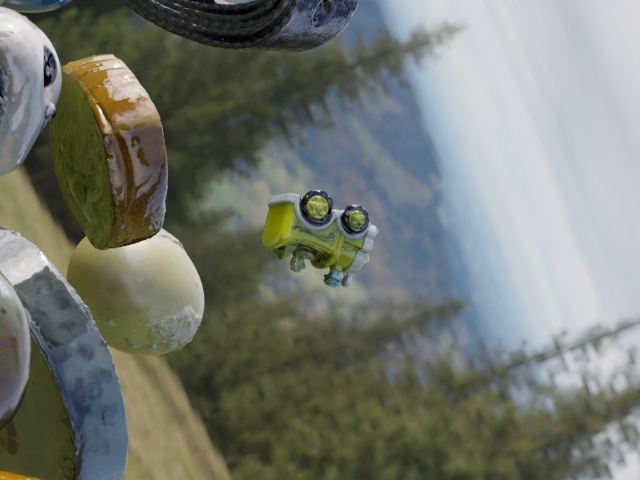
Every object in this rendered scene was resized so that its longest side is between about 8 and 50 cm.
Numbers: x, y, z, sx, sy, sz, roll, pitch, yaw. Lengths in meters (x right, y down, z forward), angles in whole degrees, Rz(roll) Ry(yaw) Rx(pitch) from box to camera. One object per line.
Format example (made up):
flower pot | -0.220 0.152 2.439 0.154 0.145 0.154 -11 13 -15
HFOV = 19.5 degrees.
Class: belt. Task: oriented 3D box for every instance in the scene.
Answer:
belt | -0.079 -0.234 1.528 0.230 0.139 0.126 28 13 26

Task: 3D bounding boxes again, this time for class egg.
egg | -0.229 0.061 2.332 0.201 0.164 0.164 47 16 -41

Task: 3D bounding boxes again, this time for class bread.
bread | -0.248 -0.101 2.138 0.236 0.070 0.236 43 -40 51

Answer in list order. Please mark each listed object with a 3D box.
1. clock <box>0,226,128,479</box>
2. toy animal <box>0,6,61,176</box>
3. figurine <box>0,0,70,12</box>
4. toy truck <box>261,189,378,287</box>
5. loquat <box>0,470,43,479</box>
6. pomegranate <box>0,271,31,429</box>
clock | -0.303 0.135 1.716 0.313 0.061 0.312 21 -56 36
toy animal | -0.378 -0.156 1.978 0.165 0.187 0.235 36 32 23
figurine | -0.459 -0.353 2.072 0.243 0.416 0.298 30 -65 36
toy truck | 0.000 0.000 1.778 0.076 0.111 0.077 -12 -120 63
loquat | -0.232 0.309 1.221 0.328 0.328 0.328 -22 90 -87
pomegranate | -0.340 0.095 1.454 0.181 0.224 0.181 30 -49 42
